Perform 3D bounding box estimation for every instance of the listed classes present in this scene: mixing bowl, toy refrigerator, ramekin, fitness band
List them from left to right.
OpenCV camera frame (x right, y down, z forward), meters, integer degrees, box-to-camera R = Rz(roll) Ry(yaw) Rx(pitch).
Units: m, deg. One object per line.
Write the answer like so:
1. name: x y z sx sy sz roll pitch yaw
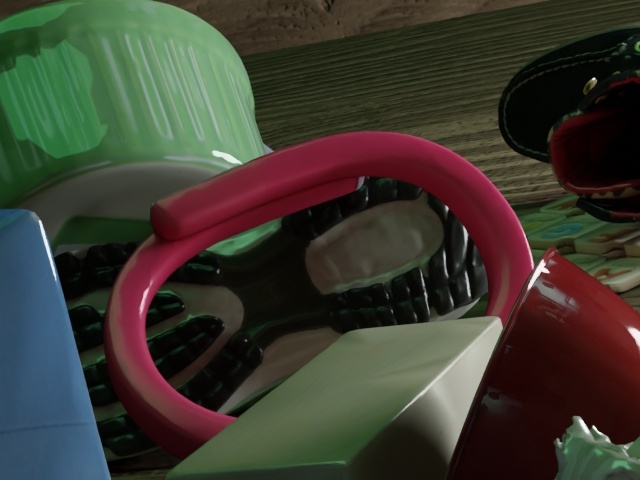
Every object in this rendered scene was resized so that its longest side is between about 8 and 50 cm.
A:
1. ramekin: -0.173 -0.022 1.483 0.303 0.303 0.148 -16 54 -12
2. fitness band: -0.001 0.040 1.297 0.291 0.209 0.054 -22 -24 -18
3. toy refrigerator: 0.023 0.124 1.084 0.102 0.094 0.269 -7 11 22
4. mixing bowl: 0.129 0.104 0.990 0.098 0.181 0.181 22 23 12

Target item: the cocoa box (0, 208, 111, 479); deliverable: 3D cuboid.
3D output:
1. cocoa box: -0.175 0.186 0.473 0.228 0.347 0.231 -1 17 42

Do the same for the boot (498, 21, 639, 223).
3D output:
1. boot: 0.270 -0.098 1.647 0.377 0.138 0.284 5 14 33

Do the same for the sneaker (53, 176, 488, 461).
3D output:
1. sneaker: -0.062 0.074 1.438 0.410 0.158 0.182 -17 -19 -3

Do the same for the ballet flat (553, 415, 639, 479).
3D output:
1. ballet flat: 0.244 0.089 0.861 0.409 0.147 0.147 -15 11 -40

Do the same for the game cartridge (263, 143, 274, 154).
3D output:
1. game cartridge: -0.152 -0.037 1.857 0.297 0.062 0.198 -4 -25 29

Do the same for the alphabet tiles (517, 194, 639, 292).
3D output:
1. alphabet tiles: 0.268 -0.012 1.611 0.278 0.021 0.284 -22 16 -33
